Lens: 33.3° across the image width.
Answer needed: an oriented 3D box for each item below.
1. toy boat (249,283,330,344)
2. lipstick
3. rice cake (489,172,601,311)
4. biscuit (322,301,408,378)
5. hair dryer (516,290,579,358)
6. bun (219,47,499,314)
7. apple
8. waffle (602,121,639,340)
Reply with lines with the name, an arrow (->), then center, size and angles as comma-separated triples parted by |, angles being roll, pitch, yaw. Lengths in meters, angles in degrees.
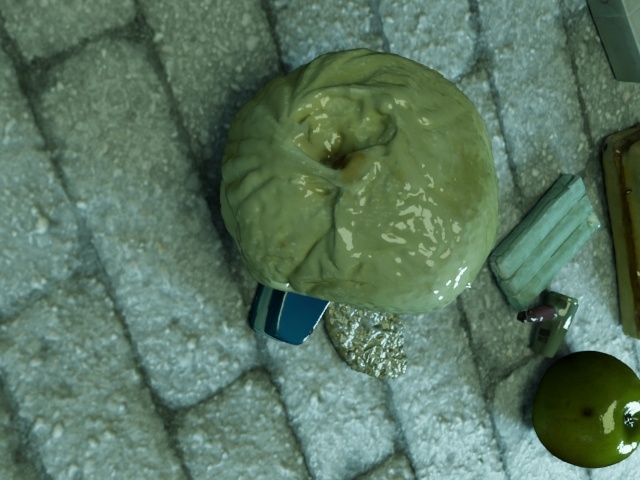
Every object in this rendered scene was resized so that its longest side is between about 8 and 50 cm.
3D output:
toy boat -> 0.000, 0.000, 1.453 | 0.096, 0.062, 0.299 | 26, 86, -34
lipstick -> 0.448, -0.418, 1.643 | 0.080, 0.076, 0.371 | -40, 119, -22
rice cake -> 0.355, 0.004, 1.701 | 0.211, 0.038, 0.124 | -41, 120, -18
biscuit -> 0.063, 0.093, 1.534 | 0.133, 0.032, 0.249 | -11, 108, -30
hair dryer -> 0.348, 0.126, 1.697 | 0.154, 0.054, 0.106 | 19, 94, -52
bun -> 0.051, -0.073, 1.300 | 0.349, 0.227, 0.352 | -24, 76, -4
apple -> 0.444, 0.279, 1.752 | 0.196, 0.157, 0.196 | -7, 101, -40
waffle -> 0.611, -0.027, 1.816 | 0.261, 0.114, 0.376 | -22, 112, -28
